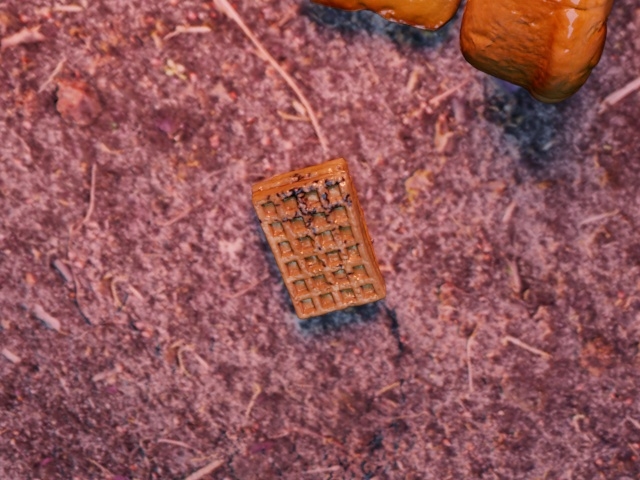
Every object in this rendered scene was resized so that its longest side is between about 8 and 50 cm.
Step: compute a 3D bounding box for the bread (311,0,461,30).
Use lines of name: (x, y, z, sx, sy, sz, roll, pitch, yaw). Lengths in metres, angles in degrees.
bread: (0.070, -0.298, 1.089, 0.160, 0.088, 0.233, 19, 121, 2)

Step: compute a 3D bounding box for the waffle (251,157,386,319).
waffle: (0.000, 0.000, 1.274, 0.102, 0.042, 0.148, -14, 115, 12)

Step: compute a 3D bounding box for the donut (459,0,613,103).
donut: (0.187, -0.225, 1.038, 0.114, 0.226, 0.227, 18, 118, 4)
